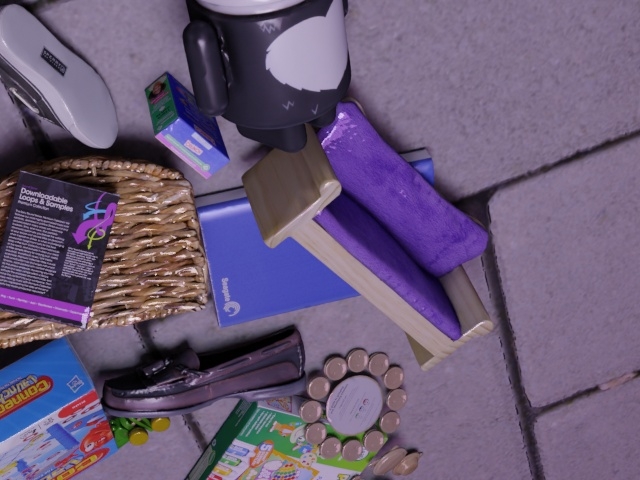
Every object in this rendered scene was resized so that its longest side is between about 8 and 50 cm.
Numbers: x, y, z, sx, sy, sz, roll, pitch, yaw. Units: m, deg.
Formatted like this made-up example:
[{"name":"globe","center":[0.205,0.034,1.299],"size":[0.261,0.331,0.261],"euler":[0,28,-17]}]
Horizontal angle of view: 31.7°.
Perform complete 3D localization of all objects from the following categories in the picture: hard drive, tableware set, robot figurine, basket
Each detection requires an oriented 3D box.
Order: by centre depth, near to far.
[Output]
[{"name":"robot figurine","center":[-0.055,-0.235,1.257],"size":[0.174,0.209,0.278],"euler":[-7,130,4]},{"name":"basket","center":[-0.305,0.001,1.417],"size":[0.299,0.223,0.213],"euler":[-10,96,-10]},{"name":"hard drive","center":[0.000,0.000,1.545],"size":[0.319,0.040,0.210],"euler":[-13,130,-8]},{"name":"tableware set","center":[0.102,0.390,1.856],"size":[0.141,0.020,0.169],"euler":[-44,149,9]}]

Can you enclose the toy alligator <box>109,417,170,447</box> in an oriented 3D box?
[{"name":"toy alligator","center":[-0.282,0.269,1.655],"size":[0.190,0.056,0.051],"euler":[-32,129,8]}]

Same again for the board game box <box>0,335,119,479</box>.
[{"name":"board game box","center":[-0.427,0.280,1.462],"size":[0.308,0.086,0.302],"euler":[-30,161,-16]}]

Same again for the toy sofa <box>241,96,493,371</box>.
[{"name":"toy sofa","center":[0.085,-0.004,1.445],"size":[0.177,0.150,0.362],"euler":[-38,128,14]}]

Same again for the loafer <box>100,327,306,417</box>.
[{"name":"loafer","center":[-0.165,0.182,1.611],"size":[0.303,0.109,0.095],"euler":[-5,109,-21]}]

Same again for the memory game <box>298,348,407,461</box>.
[{"name":"memory game","center":[0.051,0.254,1.734],"size":[0.186,0.012,0.186],"euler":[-7,107,-24]}]

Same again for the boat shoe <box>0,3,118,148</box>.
[{"name":"boat shoe","center":[-0.315,-0.184,1.290],"size":[0.070,0.077,0.219],"euler":[-5,142,31]}]

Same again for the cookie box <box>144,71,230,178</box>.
[{"name":"cookie box","center":[-0.160,-0.137,1.344],"size":[0.040,0.107,0.092],"euler":[-39,128,13]}]

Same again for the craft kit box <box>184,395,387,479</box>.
[{"name":"craft kit box","center":[-0.061,0.357,1.797],"size":[0.247,0.061,0.250],"euler":[17,120,-31]}]

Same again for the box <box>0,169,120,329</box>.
[{"name":"box","center":[-0.305,0.011,1.290],"size":[0.116,0.029,0.162],"euler":[15,92,-12]}]
